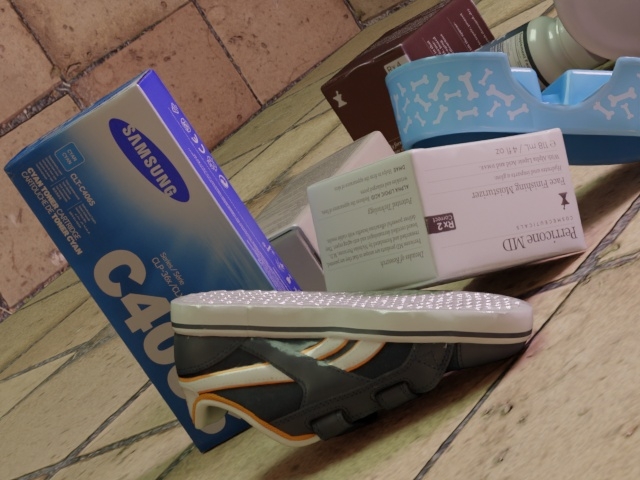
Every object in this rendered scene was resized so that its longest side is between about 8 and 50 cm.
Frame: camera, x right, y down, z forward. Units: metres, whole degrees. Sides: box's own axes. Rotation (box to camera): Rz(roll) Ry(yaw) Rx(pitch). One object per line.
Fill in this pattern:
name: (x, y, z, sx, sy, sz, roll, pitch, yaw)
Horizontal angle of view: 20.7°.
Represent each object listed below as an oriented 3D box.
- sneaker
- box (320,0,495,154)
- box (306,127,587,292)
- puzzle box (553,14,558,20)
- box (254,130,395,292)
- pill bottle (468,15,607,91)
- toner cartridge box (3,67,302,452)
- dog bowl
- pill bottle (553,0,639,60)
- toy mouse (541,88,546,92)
sneaker: (0.028, 0.107, 1.495, 0.321, 0.127, 0.126, -1, 5, 23)
box: (0.146, -0.219, 2.487, 0.168, 0.167, 0.203, -23, 14, 43)
box: (0.114, -0.020, 1.621, 0.181, 0.119, 0.182, -11, -3, -34)
puzzle box: (0.503, -0.400, 2.436, 0.409, 0.052, 0.272, -40, 10, 4)
box: (0.000, 0.000, 2.035, 0.148, 0.121, 0.311, -28, 12, 29)
pill bottle: (0.282, -0.232, 2.298, 0.180, 0.108, 0.108, -26, 13, 35)
toner cartridge box: (-0.141, 0.023, 1.719, 0.165, 0.348, 0.075, -31, 12, 15)
dog bowl: (0.211, -0.123, 1.703, 0.297, 0.074, 0.166, 0, -11, -11)
pill bottle: (0.378, -0.394, 2.219, 0.210, 0.210, 0.363, -30, 29, 18)
toy mouse: (0.249, -0.150, 2.233, 0.161, 0.031, 0.143, -35, 10, -11)
